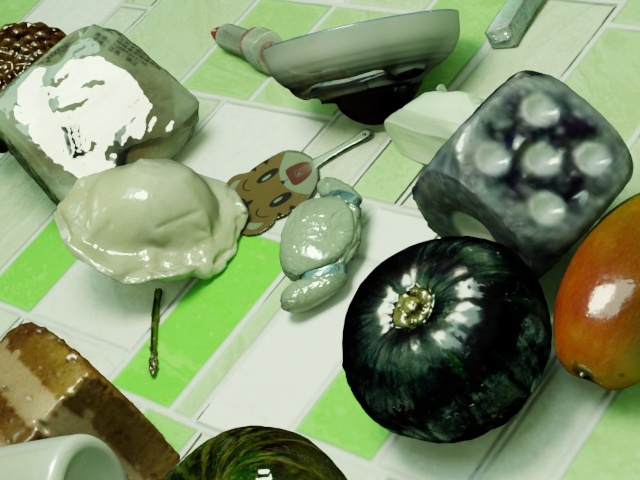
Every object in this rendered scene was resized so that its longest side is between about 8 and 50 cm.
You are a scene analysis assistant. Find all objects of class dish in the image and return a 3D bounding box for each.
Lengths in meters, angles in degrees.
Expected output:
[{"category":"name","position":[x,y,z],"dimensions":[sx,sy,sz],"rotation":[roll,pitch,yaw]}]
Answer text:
[{"category":"dish","position":[0.066,-0.223,2.030],"dimensions":[0.273,0.133,0.273],"rotation":[-12,2,0]}]

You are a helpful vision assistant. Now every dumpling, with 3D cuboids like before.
[{"category":"dumpling","position":[-0.228,-0.015,1.986],"dimensions":[0.258,0.147,0.193],"rotation":[6,53,-2]}]

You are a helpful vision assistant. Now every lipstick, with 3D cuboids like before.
[{"category":"lipstick","position":[-0.120,-0.310,2.316],"dimensions":[0.057,0.063,0.186],"rotation":[-41,34,-13]}]

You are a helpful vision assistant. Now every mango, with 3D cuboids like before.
[{"category":"mango","position":[0.339,0.034,1.575],"dimensions":[0.146,0.129,0.289],"rotation":[-2,37,34]}]

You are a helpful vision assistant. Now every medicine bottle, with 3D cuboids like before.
[{"category":"medicine bottle","position":[-0.324,0.276,1.477],"dimensions":[0.252,0.144,0.144],"rotation":[-10,42,25]}]

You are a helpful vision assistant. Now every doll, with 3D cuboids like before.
[{"category":"doll","position":[0.000,0.000,1.874],"dimensions":[0.104,0.071,0.214],"rotation":[-8,46,28]}]

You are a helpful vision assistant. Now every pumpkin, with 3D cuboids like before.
[{"category":"pumpkin","position":[-0.071,0.312,1.495],"dimensions":[0.260,0.189,0.260],"rotation":[-38,17,14]},{"category":"pumpkin","position":[0.133,0.102,1.584],"dimensions":[0.233,0.163,0.233],"rotation":[-25,46,29]}]

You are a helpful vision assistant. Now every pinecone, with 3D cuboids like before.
[{"category":"pinecone","position":[-0.455,-0.232,2.342],"dimensions":[0.221,0.221,0.221],"rotation":[-18,39,15]}]

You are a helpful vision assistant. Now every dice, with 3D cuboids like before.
[{"category":"dice","position":[0.225,-0.067,1.665],"dimensions":[0.183,0.181,0.182],"rotation":[-45,-3,-16]}]

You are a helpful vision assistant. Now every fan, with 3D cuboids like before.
[{"category":"fan","position":[-0.028,-0.094,2.050],"dimensions":[0.227,0.008,0.152],"rotation":[-30,37,1]}]

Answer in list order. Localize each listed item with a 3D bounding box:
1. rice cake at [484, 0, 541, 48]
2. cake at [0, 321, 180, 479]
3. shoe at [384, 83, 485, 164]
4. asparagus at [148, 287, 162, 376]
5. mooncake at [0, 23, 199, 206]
[{"category":"rice cake","position":[0.297,-0.350,2.103],"dimensions":[0.043,0.034,0.211],"rotation":[1,47,46]},{"category":"cake","position":[-0.340,0.266,1.711],"dimensions":[0.293,0.196,0.199],"rotation":[-49,41,-13]},{"category":"shoe","position":[0.192,-0.139,1.889],"dimensions":[0.110,0.095,0.265],"rotation":[-43,37,-16]},{"category":"asparagus","position":[-0.215,0.117,1.934],"dimensions":[0.016,0.013,0.166],"rotation":[-28,36,21]},{"category":"mooncake","position":[-0.333,-0.176,2.191],"dimensions":[0.250,0.136,0.254],"rotation":[-42,82,-12]}]
